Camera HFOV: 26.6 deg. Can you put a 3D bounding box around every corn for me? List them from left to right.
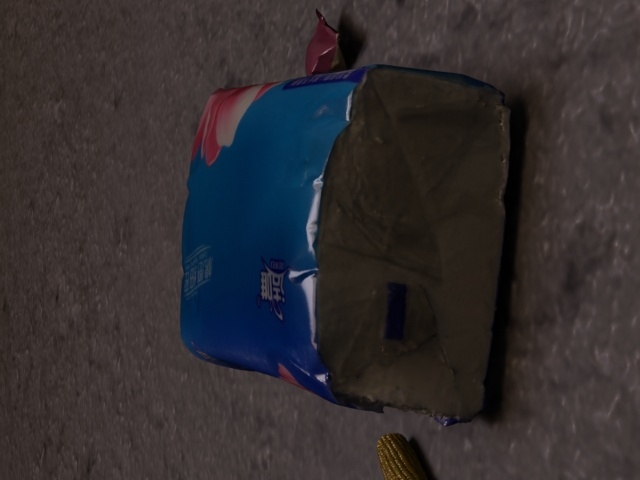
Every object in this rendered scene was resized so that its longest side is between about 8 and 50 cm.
[{"bbox_3d":[0.055,0.156,0.857,0.027,0.028,0.083,-48,38,20],"label":"corn"}]

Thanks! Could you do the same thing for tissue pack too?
[{"bbox_3d":[0.000,0.000,0.881,0.269,0.137,0.209,-174,88,-65],"label":"tissue pack"}]

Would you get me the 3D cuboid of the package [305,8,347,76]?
[{"bbox_3d":[0.003,-0.129,1.033,0.059,0.029,0.083,-122,35,-58],"label":"package"}]
